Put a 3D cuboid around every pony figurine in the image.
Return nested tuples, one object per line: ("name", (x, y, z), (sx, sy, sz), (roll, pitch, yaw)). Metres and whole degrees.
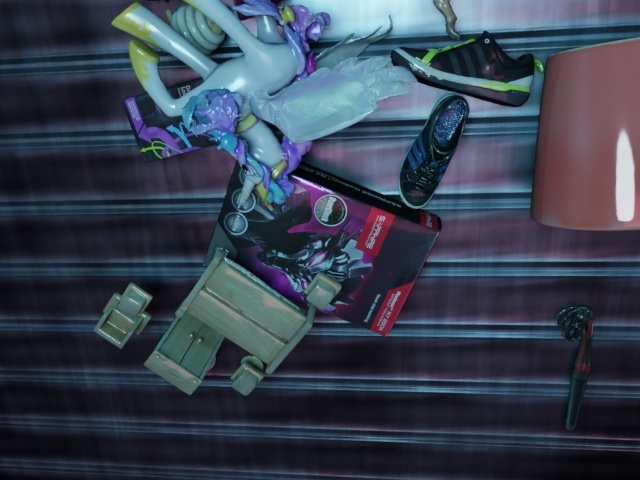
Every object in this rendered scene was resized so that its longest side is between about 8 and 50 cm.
("pony figurine", (-0.074, -0.243, 0.846), (0.350, 0.303, 0.363), (-30, 114, 21))

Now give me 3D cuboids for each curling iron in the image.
("curling iron", (0.483, 0.244, 1.132), (0.068, 0.035, 0.274), (-2, 112, 13))

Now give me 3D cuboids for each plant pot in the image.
("plant pot", (0.437, -0.159, 0.855), (0.274, 0.275, 0.243), (-5, 102, 10))

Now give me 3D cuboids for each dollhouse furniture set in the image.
("dollhouse furniture set", (-0.177, 0.085, 1.063), (0.303, 0.174, 0.356), (35, 117, -9))

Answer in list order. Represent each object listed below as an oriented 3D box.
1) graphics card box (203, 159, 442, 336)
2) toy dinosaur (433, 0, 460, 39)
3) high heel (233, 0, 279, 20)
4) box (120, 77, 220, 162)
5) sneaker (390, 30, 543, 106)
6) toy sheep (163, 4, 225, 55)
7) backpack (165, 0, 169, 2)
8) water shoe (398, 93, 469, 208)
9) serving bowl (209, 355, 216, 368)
("graphics card box", (0.000, 0.000, 1.062), (0.370, 0.094, 0.233), (23, 114, -1))
("toy dinosaur", (0.179, -0.435, 0.839), (0.295, 0.127, 0.200), (37, 96, 12))
("high heel", (-0.168, -0.511, 0.840), (0.181, 0.127, 0.377), (-40, 106, 10))
("box", (-0.254, -0.211, 1.040), (0.162, 0.029, 0.116), (-13, 111, 11))
("sneaker", (0.227, -0.281, 0.928), (0.234, 0.084, 0.097), (14, 101, -5))
("toy sheep", (-0.203, -0.337, 0.951), (0.132, 0.091, 0.091), (-20, 110, 30))
("backpack", (-0.250, -0.418, 0.914), (0.120, 0.101, 0.098), (15, 114, 37))
("water shoe", (0.181, -0.143, 0.977), (0.072, 0.080, 0.203), (19, 110, 0))
("serving bowl", (-0.254, 0.232, 1.230), (0.083, 0.027, 0.084), (3, 113, 7))
